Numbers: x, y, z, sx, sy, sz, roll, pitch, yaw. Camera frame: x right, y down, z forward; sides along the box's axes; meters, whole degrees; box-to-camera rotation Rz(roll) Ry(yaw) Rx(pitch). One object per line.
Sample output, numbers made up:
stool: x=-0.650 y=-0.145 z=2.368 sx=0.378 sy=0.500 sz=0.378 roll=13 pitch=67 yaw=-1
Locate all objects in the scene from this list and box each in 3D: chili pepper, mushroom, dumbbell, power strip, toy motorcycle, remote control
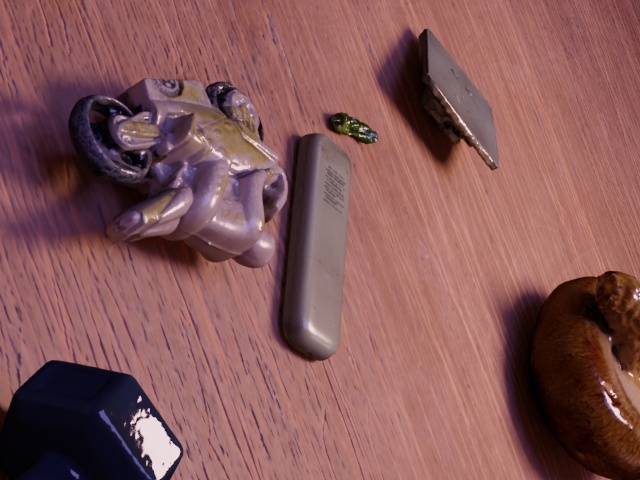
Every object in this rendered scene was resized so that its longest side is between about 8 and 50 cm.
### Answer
chili pepper: x=0.043 y=-0.156 z=1.534 sx=0.091 sy=0.034 sz=0.030 roll=19 pitch=90 yaw=-50
mushroom: x=0.457 y=0.216 z=1.759 sx=0.345 sy=0.239 sz=0.345 roll=2 pitch=88 yaw=-40
dumbbell: x=-0.240 y=0.228 z=0.823 sx=0.144 sy=0.160 sz=0.325 roll=34 pitch=36 yaw=4
power strip: x=0.202 y=-0.211 z=1.747 sx=0.198 sy=0.064 sz=0.213 roll=50 pitch=25 yaw=-23
toy motorcycle: x=-0.128 y=-0.066 z=1.171 sx=0.341 sy=0.108 sz=0.223 roll=-17 pitch=80 yaw=-63
remote control: x=0.000 y=0.001 z=1.374 sx=0.090 sy=0.038 sz=0.309 roll=36 pitch=46 yaw=-41
